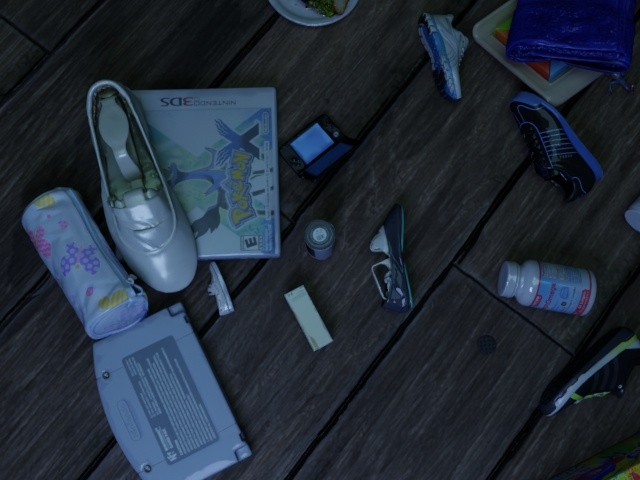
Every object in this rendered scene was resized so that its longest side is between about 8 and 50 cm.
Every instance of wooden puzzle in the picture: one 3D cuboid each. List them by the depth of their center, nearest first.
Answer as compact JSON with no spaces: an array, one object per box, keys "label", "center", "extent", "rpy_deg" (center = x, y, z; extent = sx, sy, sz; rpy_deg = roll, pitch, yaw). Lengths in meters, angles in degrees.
[{"label":"wooden puzzle","center":[0.455,-0.401,1.411],"extent":[0.221,0.044,0.239],"rpy_deg":[-36,69,-9]}]

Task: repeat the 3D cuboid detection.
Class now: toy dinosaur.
[{"label":"toy dinosaur","center":[0.596,-0.332,1.431],"extent":[0.082,0.047,0.090],"rpy_deg":[30,68,-14]}]

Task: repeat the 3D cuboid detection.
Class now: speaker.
[{"label":"speaker","center":[0.000,0.000,1.283],"extent":[0.055,0.136,0.055],"rpy_deg":[0,82,0]}]

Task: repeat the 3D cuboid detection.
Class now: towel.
[{"label":"towel","center":[0.492,-0.468,1.377],"extent":[0.227,0.076,0.308],"rpy_deg":[11,66,12]}]

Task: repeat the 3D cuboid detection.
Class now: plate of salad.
[{"label":"plate of salad","center":[-0.015,-0.522,1.429],"extent":[0.199,0.048,0.200],"rpy_deg":[1,80,-3]}]

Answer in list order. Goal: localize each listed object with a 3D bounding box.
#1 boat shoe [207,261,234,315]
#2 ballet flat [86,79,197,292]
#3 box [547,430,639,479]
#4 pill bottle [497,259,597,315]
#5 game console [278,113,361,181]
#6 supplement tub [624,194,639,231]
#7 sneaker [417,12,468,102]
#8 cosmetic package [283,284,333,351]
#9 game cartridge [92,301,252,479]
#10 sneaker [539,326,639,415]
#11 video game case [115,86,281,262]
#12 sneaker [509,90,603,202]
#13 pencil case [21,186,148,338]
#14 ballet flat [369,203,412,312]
[{"label":"boat shoe","center":[-0.189,0.089,1.307],"extent":[0.035,0.035,0.100],"rpy_deg":[-20,87,-10]},{"label":"ballet flat","center":[-0.328,-0.101,1.250],"extent":[0.139,0.139,0.400],"rpy_deg":[-19,80,-7]},{"label":"box","center":[0.517,0.510,1.192],"extent":[0.290,0.177,0.279],"rpy_deg":[-25,80,-8]},{"label":"pill bottle","center":[0.411,0.083,1.314],"extent":[0.160,0.087,0.087],"rpy_deg":[10,79,-1]},{"label":"game console","center":[-0.003,-0.176,1.350],"extent":[0.122,0.071,0.107],"rpy_deg":[-39,84,-10]},{"label":"supplement tub","center":[0.639,-0.070,1.365],"extent":[0.071,0.071,0.107],"rpy_deg":[45,80,6]},{"label":"sneaker","center":[0.257,-0.363,1.404],"extent":[0.083,0.071,0.191],"rpy_deg":[-12,80,-11]},{"label":"cosmetic package","center":[-0.022,0.141,1.293],"extent":[0.041,0.060,0.115],"rpy_deg":[-27,80,-7]},{"label":"game cartridge","center":[-0.270,0.282,1.255],"extent":[0.198,0.062,0.297],"rpy_deg":[-26,81,-3]},{"label":"sneaker","center":[0.502,0.252,1.287],"extent":[0.234,0.084,0.097],"rpy_deg":[-38,84,-9]},{"label":"video game case","center":[-0.227,-0.126,1.341],"extent":[0.300,0.036,0.329],"rpy_deg":[-2,79,-2]},{"label":"sneaker","center":[0.431,-0.177,1.369],"extent":[0.090,0.081,0.232],"rpy_deg":[-40,85,-17]},{"label":"pencil case","center":[-0.405,0.036,1.237],"extent":[0.113,0.124,0.273],"rpy_deg":[-17,60,-46]},{"label":"ballet flat","center":[0.126,0.032,1.319],"extent":[0.074,0.074,0.203],"rpy_deg":[-4,81,-4]}]
